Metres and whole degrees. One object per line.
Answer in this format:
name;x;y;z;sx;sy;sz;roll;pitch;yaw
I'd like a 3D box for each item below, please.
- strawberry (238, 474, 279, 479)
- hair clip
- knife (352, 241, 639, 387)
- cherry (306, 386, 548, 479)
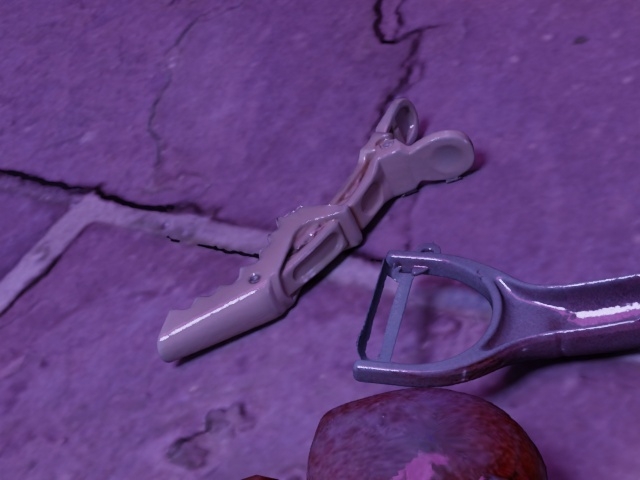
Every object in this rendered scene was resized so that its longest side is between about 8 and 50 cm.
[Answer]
strawberry;0.034;0.219;0.653;0.317;0.295;0.345;-15;-2;42
hair clip;0.000;0.000;1.095;0.226;0.034;0.072;-43;41;-22
knife;0.160;0.022;0.958;0.278;0.053;0.123;-10;35;19
cherry;0.077;0.137;0.843;0.107;0.090;0.225;-31;44;-27
